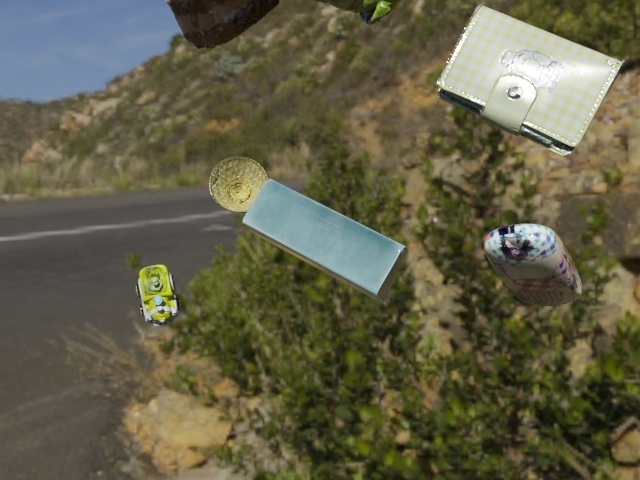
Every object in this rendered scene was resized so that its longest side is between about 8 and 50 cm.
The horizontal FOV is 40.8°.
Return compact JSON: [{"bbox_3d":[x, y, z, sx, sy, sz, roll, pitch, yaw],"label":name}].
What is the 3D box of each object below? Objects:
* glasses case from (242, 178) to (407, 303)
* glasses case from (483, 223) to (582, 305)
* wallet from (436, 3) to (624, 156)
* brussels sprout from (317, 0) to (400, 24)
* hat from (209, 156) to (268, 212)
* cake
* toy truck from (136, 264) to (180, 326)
[{"bbox_3d":[0.000,0.000,1.381,0.266,0.105,0.056,27,17,24],"label":"glasses case"},{"bbox_3d":[0.394,0.050,1.581,0.125,0.076,0.327,-5,-25,26],"label":"glasses case"},{"bbox_3d":[0.407,-0.322,1.708,0.309,0.223,0.077,29,-5,19],"label":"wallet"},{"bbox_3d":[0.087,-0.644,1.978,0.259,0.294,0.227,-4,25,-16],"label":"brussels sprout"},{"bbox_3d":[-0.202,-0.128,2.117,0.146,0.146,0.067,-4,-16,-11],"label":"hat"},{"bbox_3d":[-0.266,-0.624,2.029,0.199,0.293,0.196,-40,29,-20],"label":"cake"},{"bbox_3d":[-0.303,0.102,1.606,0.076,0.111,0.077,-12,-24,-11],"label":"toy truck"}]
